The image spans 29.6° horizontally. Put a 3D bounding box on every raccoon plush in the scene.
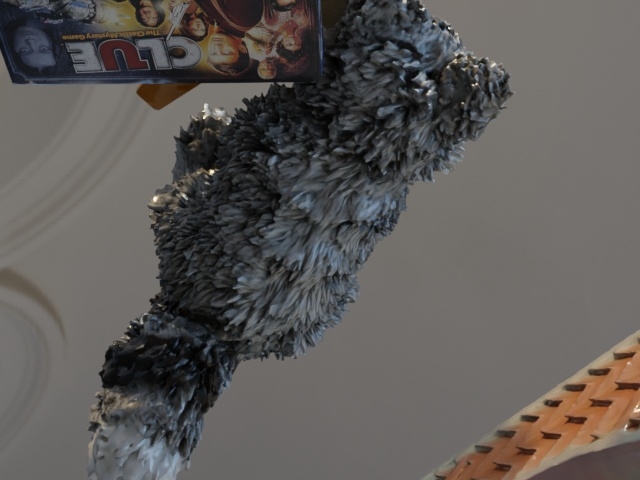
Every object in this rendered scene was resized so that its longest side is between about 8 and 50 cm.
[{"bbox_3d":[0.000,0.000,0.985,0.299,0.216,0.447,-39,-147,48],"label":"raccoon plush"}]

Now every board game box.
[{"bbox_3d":[-0.122,-0.184,0.878,0.165,0.243,0.042,85,6,-53],"label":"board game box"}]

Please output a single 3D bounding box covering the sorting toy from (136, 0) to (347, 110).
[{"bbox_3d":[-0.082,-0.238,1.036,0.307,0.229,0.041,-27,-142,30],"label":"sorting toy"}]

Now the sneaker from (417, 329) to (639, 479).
[{"bbox_3d":[0.139,0.116,0.487,0.302,0.108,0.121,-37,-83,29],"label":"sneaker"}]
